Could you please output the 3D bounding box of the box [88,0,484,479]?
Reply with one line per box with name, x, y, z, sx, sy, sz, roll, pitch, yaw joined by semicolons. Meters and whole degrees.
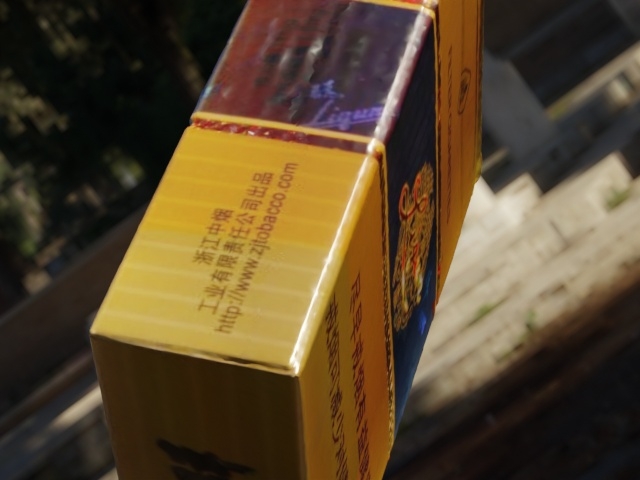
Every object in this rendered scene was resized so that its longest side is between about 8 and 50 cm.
box;0.001;0.000;0.623;0.152;0.070;0.237;86;-163;-46
